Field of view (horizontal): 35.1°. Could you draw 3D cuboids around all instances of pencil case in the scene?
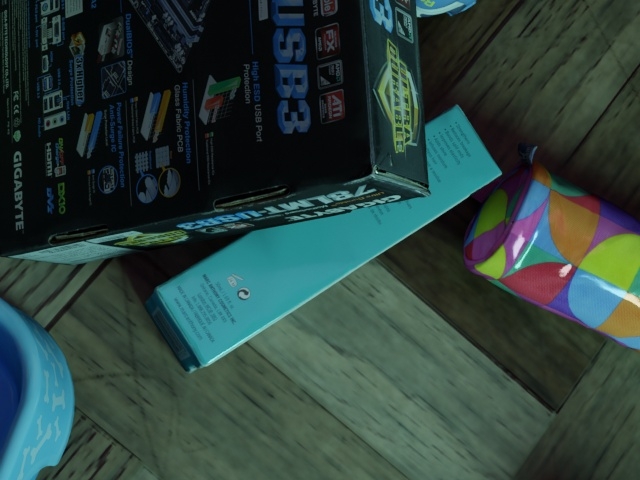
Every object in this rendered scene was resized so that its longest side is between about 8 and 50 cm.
[{"bbox_3d":[0.220,0.023,0.755,0.236,0.104,0.104,28,75,-8],"label":"pencil case"}]

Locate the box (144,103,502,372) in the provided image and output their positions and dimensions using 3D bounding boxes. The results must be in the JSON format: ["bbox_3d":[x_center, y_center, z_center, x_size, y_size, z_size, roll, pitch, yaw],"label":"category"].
[{"bbox_3d":[0.000,0.000,0.701,0.244,0.100,0.060,-32,89,-17],"label":"box"}]

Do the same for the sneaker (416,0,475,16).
[{"bbox_3d":[0.116,-0.212,0.794,0.144,0.059,0.053,-24,77,-36],"label":"sneaker"}]

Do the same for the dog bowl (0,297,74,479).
[{"bbox_3d":[-0.254,0.153,0.589,0.166,0.074,0.297,16,63,-1],"label":"dog bowl"}]

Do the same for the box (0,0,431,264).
[{"bbox_3d":[-0.084,-0.148,0.623,0.073,0.293,0.296,10,73,-57],"label":"box"}]
